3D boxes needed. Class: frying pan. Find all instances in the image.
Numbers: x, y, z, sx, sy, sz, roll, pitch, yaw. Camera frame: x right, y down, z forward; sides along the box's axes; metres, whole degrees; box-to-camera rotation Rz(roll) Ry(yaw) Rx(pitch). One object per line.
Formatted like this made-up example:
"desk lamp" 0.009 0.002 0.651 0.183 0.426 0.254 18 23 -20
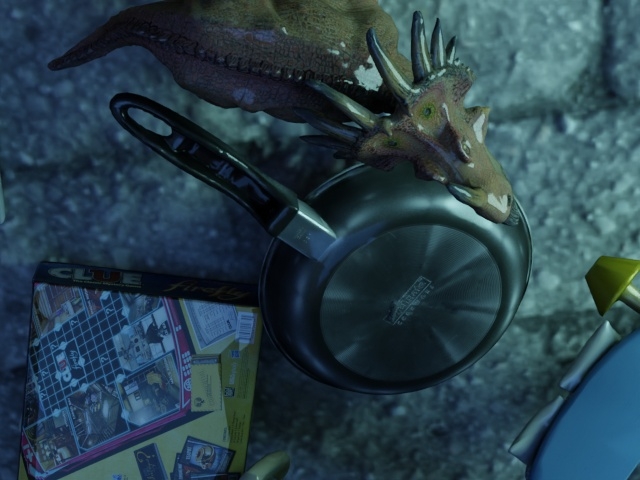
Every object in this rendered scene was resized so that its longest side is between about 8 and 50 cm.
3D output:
"frying pan" 0.027 -0.013 1.193 0.197 0.053 0.326 -30 125 5

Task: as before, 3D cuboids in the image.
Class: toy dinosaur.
"toy dinosaur" -0.022 -0.109 1.070 0.296 0.200 0.127 6 121 -2

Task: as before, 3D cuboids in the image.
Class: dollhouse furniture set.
"dollhouse furniture set" 0.109 0.128 1.255 0.198 0.286 0.303 37 91 8

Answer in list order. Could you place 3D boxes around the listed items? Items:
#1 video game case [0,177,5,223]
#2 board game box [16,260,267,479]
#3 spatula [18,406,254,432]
"video game case" -0.299 -0.073 1.203 0.157 0.019 0.143 -2 121 1
"board game box" -0.133 0.142 1.289 0.165 0.042 0.243 7 110 -4
"spatula" -0.156 0.195 1.360 0.168 0.019 0.242 13 119 -9
